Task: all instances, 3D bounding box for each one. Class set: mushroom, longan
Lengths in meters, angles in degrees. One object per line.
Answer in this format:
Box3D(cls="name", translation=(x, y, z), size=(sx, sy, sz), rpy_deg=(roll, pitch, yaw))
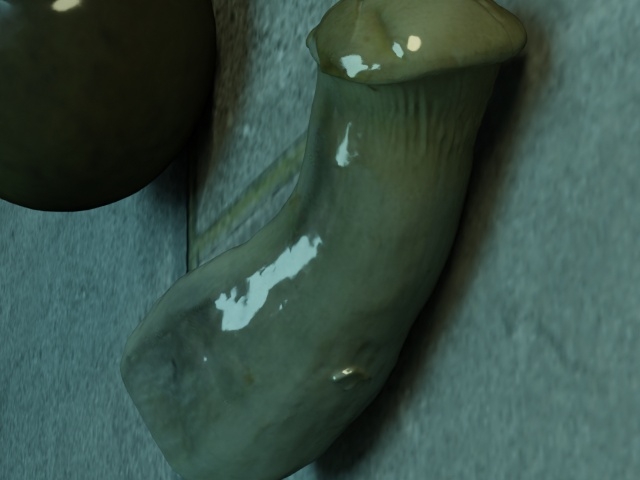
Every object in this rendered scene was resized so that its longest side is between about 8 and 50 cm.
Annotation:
Box3D(cls="mushroom", translation=(0.003, 0.002, 0.579), size=(0.092, 0.081, 0.223), rpy_deg=(54, 130, 31))
Box3D(cls="longan", translation=(-0.136, -0.098, 0.826), size=(0.187, 0.167, 0.168), rpy_deg=(146, 132, -85))
